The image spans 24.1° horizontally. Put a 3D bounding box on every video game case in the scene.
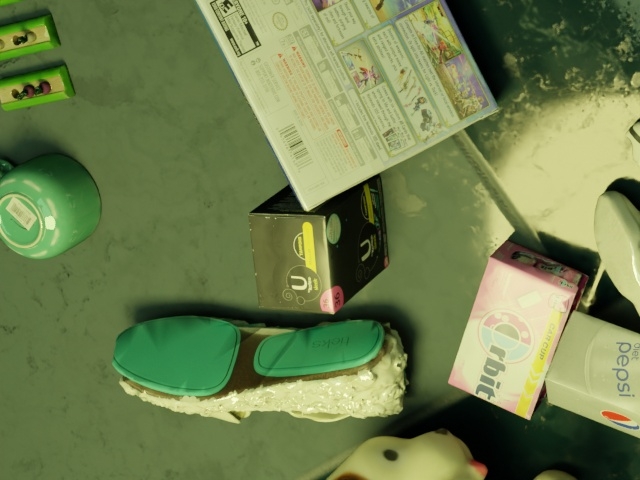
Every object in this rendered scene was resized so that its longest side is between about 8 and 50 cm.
[{"bbox_3d":[0.028,-0.207,1.656,0.244,0.061,0.270,-27,97,-2],"label":"video game case"}]

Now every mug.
[{"bbox_3d":[-0.381,-0.041,1.975,0.157,0.097,0.129,-1,109,26],"label":"mug"}]

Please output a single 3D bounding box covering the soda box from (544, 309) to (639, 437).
[{"bbox_3d":[0.397,0.178,1.656,0.286,0.098,0.091,20,72,19],"label":"soda box"}]

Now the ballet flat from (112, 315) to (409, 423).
[{"bbox_3d":[-0.075,0.180,1.897,0.408,0.147,0.147,-1,109,27],"label":"ballet flat"}]

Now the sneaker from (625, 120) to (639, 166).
[{"bbox_3d":[0.366,-0.082,1.626,0.043,0.040,0.109,-12,101,47],"label":"sneaker"}]

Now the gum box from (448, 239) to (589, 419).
[{"bbox_3d":[0.231,0.100,1.745,0.107,0.062,0.188,24,118,17],"label":"gum box"}]

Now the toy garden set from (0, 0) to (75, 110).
[{"bbox_3d":[-0.445,-0.282,1.940,0.203,0.049,0.244,-8,106,29],"label":"toy garden set"}]

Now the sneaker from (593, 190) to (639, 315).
[{"bbox_3d":[0.379,0.033,1.645,0.212,0.094,0.080,63,163,17],"label":"sneaker"}]

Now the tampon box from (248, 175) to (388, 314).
[{"bbox_3d":[0.000,0.000,1.764,0.101,0.161,0.120,3,111,25],"label":"tampon box"}]

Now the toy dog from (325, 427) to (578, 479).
[{"bbox_3d":[0.166,0.412,1.788,0.395,0.284,0.408,-38,82,25],"label":"toy dog"}]
